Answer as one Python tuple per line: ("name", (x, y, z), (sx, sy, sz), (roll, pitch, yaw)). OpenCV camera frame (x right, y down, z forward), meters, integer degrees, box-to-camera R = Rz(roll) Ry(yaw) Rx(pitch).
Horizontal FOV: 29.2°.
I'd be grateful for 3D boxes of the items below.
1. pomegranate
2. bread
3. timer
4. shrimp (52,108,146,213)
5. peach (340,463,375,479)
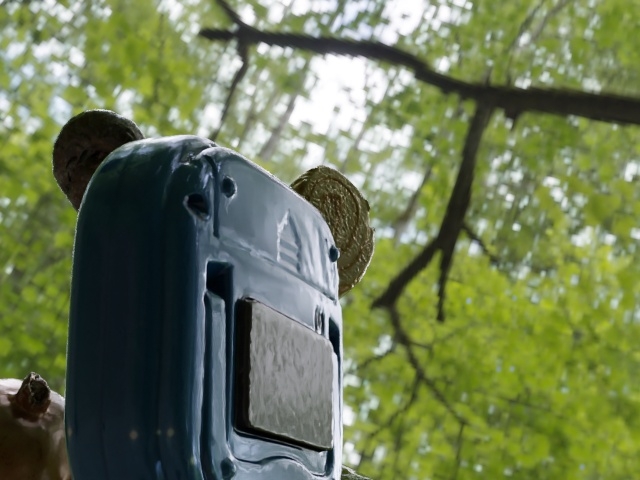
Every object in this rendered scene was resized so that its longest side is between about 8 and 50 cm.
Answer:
("pomegranate", (-0.441, 0.303, 1.728), (0.252, 0.229, 0.270), (28, -73, -16))
("bread", (0.000, 0.000, 1.350), (0.122, 0.149, 0.073), (35, -40, -16))
("timer", (-0.071, 0.092, 0.957), (0.115, 0.309, 0.340), (-5, -16, 20))
("shrimp", (-0.204, -0.024, 1.565), (0.343, 0.145, 0.116), (50, -10, -4))
("peach", (0.001, 0.498, 1.912), (0.314, 0.315, 0.281), (22, -30, 51))
